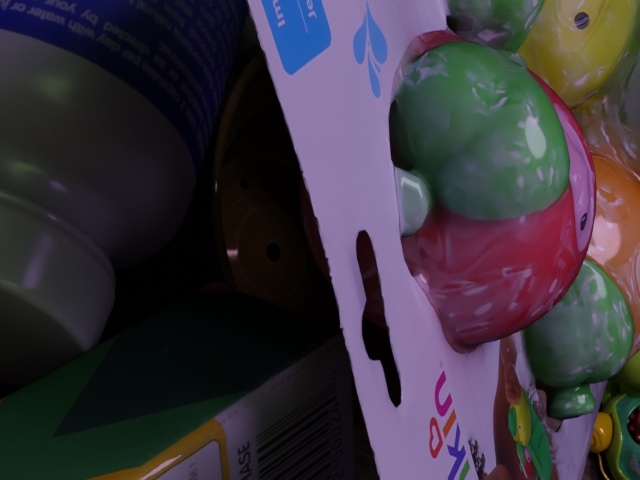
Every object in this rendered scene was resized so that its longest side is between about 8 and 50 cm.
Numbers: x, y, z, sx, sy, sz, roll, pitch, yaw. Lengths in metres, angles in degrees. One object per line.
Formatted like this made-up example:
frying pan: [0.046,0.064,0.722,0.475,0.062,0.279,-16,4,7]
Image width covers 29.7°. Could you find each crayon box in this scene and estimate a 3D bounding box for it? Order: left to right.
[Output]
crayon box: [-0.115,0.171,0.435,0.318,0.081,0.202,-29,128,-42]

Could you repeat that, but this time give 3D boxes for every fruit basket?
fruit basket: [0.086,-0.031,0.497,0.353,0.165,0.327,-53,130,-62]

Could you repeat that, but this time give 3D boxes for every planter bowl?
planter bowl: [0.000,0.000,0.642,0.217,0.090,0.217,12,72,-42]

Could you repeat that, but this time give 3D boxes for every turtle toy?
turtle toy: [0.222,0.122,0.797,0.095,0.066,0.130,-16,84,-41]

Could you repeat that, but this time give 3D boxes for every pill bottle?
pill bottle: [-0.118,-0.080,0.544,0.152,0.152,0.272,31,56,-26]

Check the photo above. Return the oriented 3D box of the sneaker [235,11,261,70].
sneaker: [0.129,-0.103,0.753,0.366,0.150,0.135,11,67,-35]
